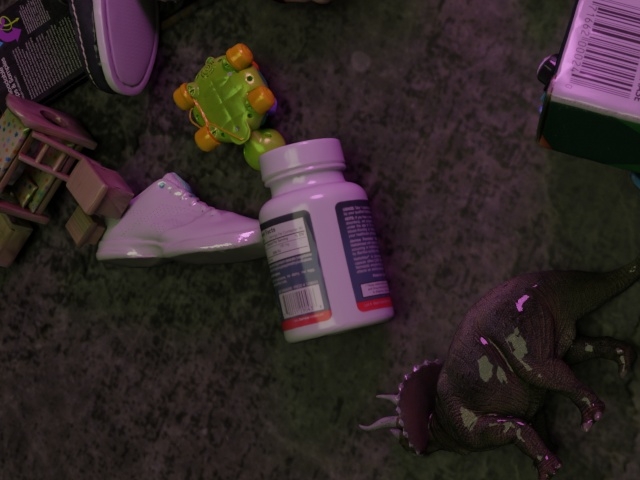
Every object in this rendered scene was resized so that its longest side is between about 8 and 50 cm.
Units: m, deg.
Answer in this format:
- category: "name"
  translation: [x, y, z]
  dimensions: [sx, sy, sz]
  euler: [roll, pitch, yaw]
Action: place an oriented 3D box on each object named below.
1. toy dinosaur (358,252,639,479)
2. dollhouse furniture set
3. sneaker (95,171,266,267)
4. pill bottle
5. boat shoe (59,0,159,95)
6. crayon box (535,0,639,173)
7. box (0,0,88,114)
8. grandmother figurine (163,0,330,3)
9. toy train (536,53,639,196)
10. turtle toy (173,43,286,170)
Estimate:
- category: "toy dinosaur"
  translation: [0.173, 0.110, 1.104]
  dimensions: [0.160, 0.121, 0.314]
  euler: [38, 110, 6]
- category: "dollhouse furniture set"
  translation: [-0.308, -0.029, 1.306]
  dimensions: [0.182, 0.101, 0.161]
  euler: [-55, 49, 15]
- category: "sneaker"
  translation: [-0.138, -0.024, 1.275]
  dimensions: [0.212, 0.080, 0.094]
  euler: [-1, 78, 26]
- category: "pill bottle"
  translation: [0.000, 0.000, 1.188]
  dimensions: [0.107, 0.108, 0.180]
  euler: [-15, 84, 25]
- category: "boat shoe"
  translation: [-0.233, -0.290, 1.296]
  dimensions: [0.091, 0.114, 0.303]
  euler: [-8, 75, 22]
- category: "crayon box"
  translation: [0.347, -0.131, 0.965]
  dimensions: [0.318, 0.081, 0.202]
  euler: [17, 67, 9]
- category: "box"
  translation: [-0.300, -0.214, 1.369]
  dimensions: [0.162, 0.029, 0.116]
  euler: [-28, 78, 22]
- category: "grandmother figurine"
  translation: [-0.054, -0.315, 1.176]
  dimensions: [0.342, 0.104, 0.208]
  euler: [-17, 88, 39]
- category: "toy train"
  translation: [0.267, -0.099, 1.062]
  dimensions: [0.184, 0.105, 0.080]
  euler: [40, 115, 20]
- category: "turtle toy"
  translation: [-0.080, -0.127, 1.246]
  dimensions: [0.095, 0.066, 0.130]
  euler: [-32, 78, 22]
